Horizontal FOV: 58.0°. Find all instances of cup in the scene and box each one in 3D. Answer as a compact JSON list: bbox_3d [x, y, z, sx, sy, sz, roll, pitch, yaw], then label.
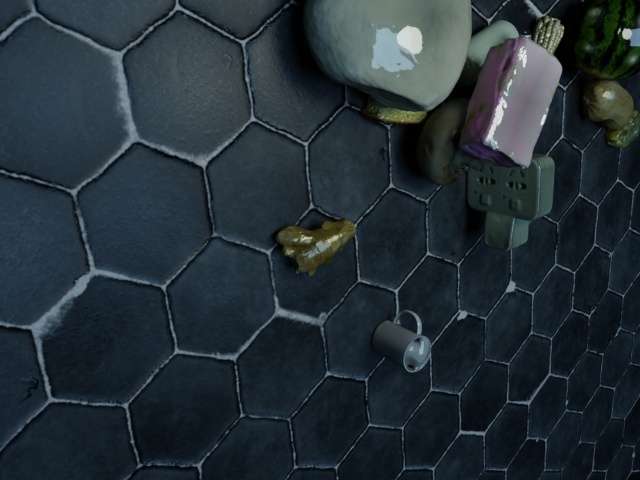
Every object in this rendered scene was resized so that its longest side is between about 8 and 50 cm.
[{"bbox_3d":[0.224,0.264,1.533,0.136,0.133,0.099,-53,126,-13],"label":"cup"}]

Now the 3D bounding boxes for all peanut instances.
[{"bbox_3d":[0.935,-0.442,1.882,0.253,0.137,0.122,13,50,-39],"label":"peanut"}]

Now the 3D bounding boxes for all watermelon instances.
[{"bbox_3d":[0.856,-0.600,1.697,0.268,0.269,0.269,-11,109,-34],"label":"watermelon"}]

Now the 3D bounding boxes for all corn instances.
[{"bbox_3d":[0.624,-0.531,1.648,0.087,0.087,0.211,15,97,-39],"label":"corn"}]

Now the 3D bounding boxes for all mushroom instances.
[{"bbox_3d":[0.340,-0.238,1.437,0.226,0.178,0.227,-38,156,-20],"label":"mushroom"}]

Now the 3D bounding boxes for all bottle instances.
[{"bbox_3d":[0.397,-0.467,1.476,0.245,0.104,0.104,-37,122,-24],"label":"bottle"}]

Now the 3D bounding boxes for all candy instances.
[{"bbox_3d":[0.175,-0.491,1.226,0.386,0.186,0.427,28,74,-27],"label":"candy"},{"bbox_3d":[0.428,-0.308,1.318,0.155,0.115,0.265,23,87,-30],"label":"candy"}]

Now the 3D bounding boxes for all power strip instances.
[{"bbox_3d":[0.531,-0.115,1.596,0.141,0.229,0.261,-17,112,-34],"label":"power strip"}]

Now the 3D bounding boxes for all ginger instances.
[{"bbox_3d":[-0.003,0.014,1.326,0.205,0.081,0.115,-12,78,-26],"label":"ginger"}]

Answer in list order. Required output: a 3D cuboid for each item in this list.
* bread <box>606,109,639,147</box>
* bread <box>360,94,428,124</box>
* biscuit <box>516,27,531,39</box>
[{"bbox_3d":[1.064,-0.389,2.026,0.156,0.064,0.118,-42,122,-22],"label":"bread"},{"bbox_3d":[0.186,-0.330,1.386,0.187,0.065,0.103,-1,109,-35],"label":"bread"},{"bbox_3d":[0.482,-0.380,1.508,0.186,0.079,0.309,-46,149,-10],"label":"biscuit"}]
